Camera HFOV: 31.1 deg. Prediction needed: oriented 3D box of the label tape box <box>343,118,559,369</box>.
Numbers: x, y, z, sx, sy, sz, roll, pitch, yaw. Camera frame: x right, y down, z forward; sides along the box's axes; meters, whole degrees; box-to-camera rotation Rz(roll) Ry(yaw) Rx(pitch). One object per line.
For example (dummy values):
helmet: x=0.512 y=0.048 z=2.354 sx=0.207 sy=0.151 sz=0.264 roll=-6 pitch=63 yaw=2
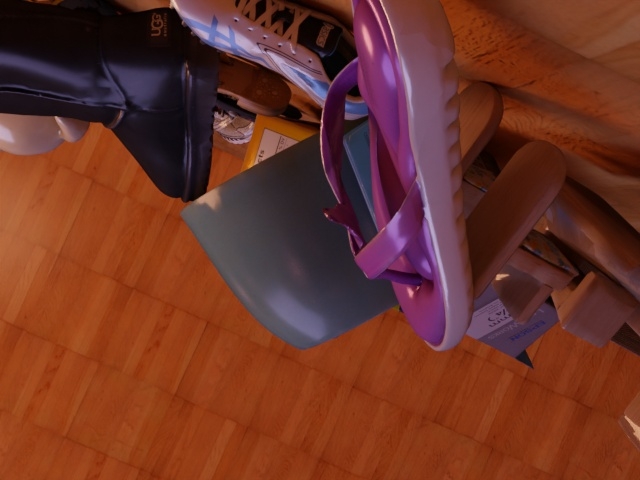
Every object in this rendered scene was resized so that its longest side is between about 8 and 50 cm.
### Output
label tape box: x=0.186 y=-0.001 z=1.381 sx=0.333 sy=0.106 sz=0.241 roll=27 pitch=-143 yaw=-52

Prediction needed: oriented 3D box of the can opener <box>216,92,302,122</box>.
can opener: x=-0.108 y=-0.212 z=1.809 sx=0.186 sy=0.059 sz=0.073 roll=26 pitch=177 yaw=-35

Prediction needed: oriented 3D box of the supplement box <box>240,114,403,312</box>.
supplement box: x=0.065 y=-0.043 z=1.728 sx=0.356 sy=0.194 sz=0.195 roll=24 pitch=-169 yaw=29

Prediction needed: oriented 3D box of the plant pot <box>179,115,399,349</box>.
plant pot: x=0.000 y=0.000 z=1.497 sx=0.235 sy=0.293 sz=0.293 roll=62 pitch=178 yaw=0

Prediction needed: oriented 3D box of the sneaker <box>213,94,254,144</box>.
sneaker: x=-0.181 y=-0.227 z=1.919 sx=0.225 sy=0.088 sz=0.092 roll=23 pitch=177 yaw=34

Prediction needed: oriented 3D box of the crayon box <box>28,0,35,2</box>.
crayon box: x=-0.432 y=-0.324 z=2.107 sx=0.363 sy=0.106 sz=0.313 roll=24 pitch=178 yaw=19

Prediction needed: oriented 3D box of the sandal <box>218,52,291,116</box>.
sandal: x=-0.148 y=-0.244 z=1.556 sx=0.240 sy=0.088 sz=0.079 roll=18 pitch=148 yaw=-8

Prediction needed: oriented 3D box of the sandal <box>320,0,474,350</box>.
sandal: x=0.043 y=-0.057 z=0.904 sx=0.416 sy=0.102 sz=0.169 roll=79 pitch=171 yaw=-49

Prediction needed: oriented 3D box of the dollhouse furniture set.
dollhouse furniture set: x=0.329 y=0.010 z=1.036 sx=0.362 sy=0.256 sz=0.394 roll=26 pitch=-161 yaw=-30

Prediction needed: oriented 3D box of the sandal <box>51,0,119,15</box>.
sandal: x=-0.267 y=-0.266 z=1.662 sx=0.138 sy=0.126 sz=0.317 roll=13 pitch=178 yaw=33

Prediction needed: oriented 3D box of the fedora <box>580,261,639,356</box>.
fedora: x=0.420 y=0.062 z=1.650 sx=0.243 sy=0.124 sz=0.275 roll=27 pitch=-172 yaw=-12

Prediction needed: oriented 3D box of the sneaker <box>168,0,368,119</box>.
sneaker: x=-0.033 y=-0.197 z=1.085 sx=0.237 sy=0.085 sz=0.086 roll=29 pitch=151 yaw=-15

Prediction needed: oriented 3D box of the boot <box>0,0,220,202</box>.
boot: x=-0.353 y=-0.172 z=1.382 sx=0.445 sy=0.146 sz=0.367 roll=0 pitch=152 yaw=-8

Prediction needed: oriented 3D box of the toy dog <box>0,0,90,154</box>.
toy dog: x=-0.552 y=-0.285 z=1.666 sx=0.395 sy=0.284 sz=0.408 roll=49 pitch=-174 yaw=37
